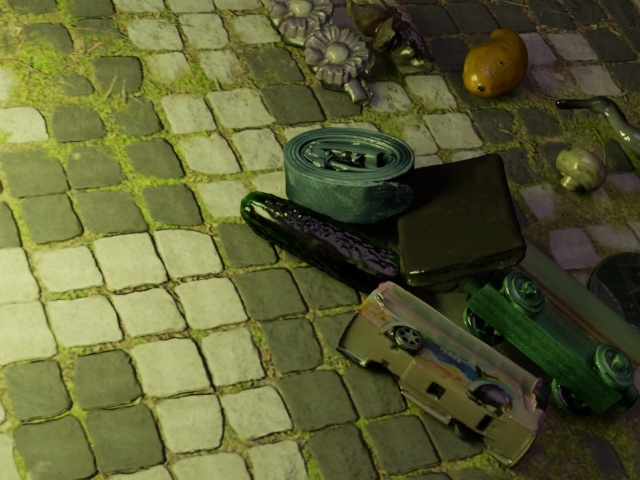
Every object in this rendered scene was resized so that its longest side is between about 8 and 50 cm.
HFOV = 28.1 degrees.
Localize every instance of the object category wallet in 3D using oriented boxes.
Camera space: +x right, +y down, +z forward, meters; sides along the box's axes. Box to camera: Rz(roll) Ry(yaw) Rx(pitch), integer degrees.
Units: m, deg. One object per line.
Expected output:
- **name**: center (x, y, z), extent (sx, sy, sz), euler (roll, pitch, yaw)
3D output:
- **wallet**: center (0.184, -0.032, 1.738), extent (0.165, 0.042, 0.309), euler (-15, 27, 8)

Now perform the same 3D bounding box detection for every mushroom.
- **mushroom**: center (0.400, -0.107, 1.971), extent (0.083, 0.067, 0.083), euler (34, 11, -8)

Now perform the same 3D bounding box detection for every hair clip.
- **hair clip**: center (-0.007, -0.324, 2.001), extent (0.106, 0.084, 0.292), euler (-28, 68, -18)

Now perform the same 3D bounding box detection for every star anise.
- **star anise**: center (0.099, -0.332, 2.007), extent (0.195, 0.065, 0.182), euler (55, 21, 23)

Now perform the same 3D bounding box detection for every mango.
- **mango**: center (0.287, -0.286, 2.079), extent (0.098, 0.075, 0.190), euler (36, 40, 3)

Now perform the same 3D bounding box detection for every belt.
- **belt**: center (0.042, -0.089, 1.771), extent (0.190, 0.082, 0.141), euler (9, 40, 15)

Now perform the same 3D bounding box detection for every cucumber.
- **cucumber**: center (0.000, 0.000, 1.712), extent (0.241, 0.074, 0.074), euler (27, 46, 3)

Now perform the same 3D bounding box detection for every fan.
- **fan**: center (0.447, 0.083, 1.858), extent (0.294, 0.012, 0.223), euler (25, 46, -1)

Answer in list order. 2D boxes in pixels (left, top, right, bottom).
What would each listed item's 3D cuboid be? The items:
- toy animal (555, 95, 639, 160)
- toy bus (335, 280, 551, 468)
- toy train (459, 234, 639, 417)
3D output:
- **toy animal**: center (0.547, -0.147, 2.043), extent (0.195, 0.090, 0.324), euler (-27, 68, -43)
- **toy bus**: center (0.161, 0.165, 1.622), extent (0.274, 0.090, 0.112), euler (34, 41, 8)
- **toy train**: center (0.313, 0.105, 1.696), extent (0.285, 0.116, 0.177), euler (38, 41, -4)
